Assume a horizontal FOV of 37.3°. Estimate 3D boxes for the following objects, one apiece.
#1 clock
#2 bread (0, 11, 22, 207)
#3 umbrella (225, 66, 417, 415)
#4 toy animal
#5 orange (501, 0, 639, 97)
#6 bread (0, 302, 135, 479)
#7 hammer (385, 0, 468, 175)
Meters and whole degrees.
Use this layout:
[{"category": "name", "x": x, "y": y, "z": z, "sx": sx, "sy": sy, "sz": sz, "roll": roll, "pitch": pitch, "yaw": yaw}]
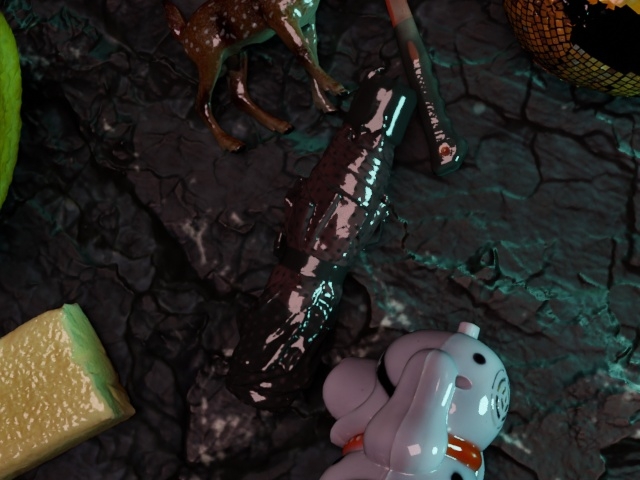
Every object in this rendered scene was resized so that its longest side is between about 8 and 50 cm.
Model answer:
[{"category": "clock", "x": 0.075, "y": 0.185, "z": 0.794, "sx": 0.189, "sy": 0.189, "sz": 0.254, "roll": 12, "pitch": 73, "yaw": 12}, {"category": "bread", "x": -0.384, "y": -0.097, "z": 0.851, "sx": 0.172, "sy": 0.312, "sz": 0.312, "roll": 15, "pitch": 87, "yaw": 1}, {"category": "umbrella", "x": 0.000, "y": 0.000, "z": 0.856, "sx": 0.094, "sy": 0.090, "sz": 0.326, "roll": 22, "pitch": 91, "yaw": 12}, {"category": "toy animal", "x": -0.048, "y": -0.234, "z": 0.877, "sx": 0.243, "sy": 0.087, "sz": 0.260, "roll": -21, "pitch": 86, "yaw": 21}, {"category": "orange", "x": 0.267, "y": -0.235, "z": 0.795, "sx": 0.234, "sy": 0.182, "sz": 0.234, "roll": 0, "pitch": 84, "yaw": -2}, {"category": "bread", "x": -0.289, "y": 0.153, "z": 0.909, "sx": 0.188, "sy": 0.068, "sz": 0.125, "roll": -29, "pitch": 79, "yaw": 7}, {"category": "hammer", "x": 0.080, "y": -0.201, "z": 0.895, "sx": 0.111, "sy": 0.033, "sz": 0.287, "roll": -19, "pitch": 80, "yaw": 8}]
